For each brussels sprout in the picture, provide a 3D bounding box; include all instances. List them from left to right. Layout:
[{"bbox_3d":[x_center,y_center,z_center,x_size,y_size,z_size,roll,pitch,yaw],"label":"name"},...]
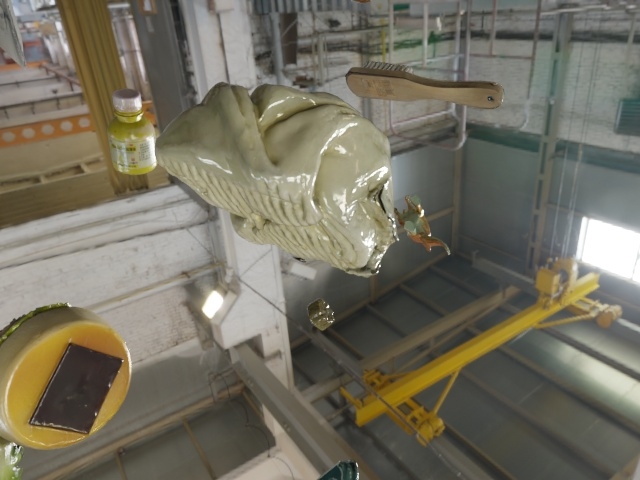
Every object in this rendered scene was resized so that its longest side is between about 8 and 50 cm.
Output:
[{"bbox_3d":[-0.663,0.469,0.981,0.100,0.181,0.139,38,-163,18],"label":"brussels sprout"}]

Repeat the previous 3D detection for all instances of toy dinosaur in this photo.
[{"bbox_3d":[0.203,-0.014,1.027,0.057,0.142,0.212,-23,-126,3],"label":"toy dinosaur"}]

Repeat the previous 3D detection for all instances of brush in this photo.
[{"bbox_3d":[0.204,-0.316,0.984,0.327,0.070,0.065,17,-117,29],"label":"brush"}]

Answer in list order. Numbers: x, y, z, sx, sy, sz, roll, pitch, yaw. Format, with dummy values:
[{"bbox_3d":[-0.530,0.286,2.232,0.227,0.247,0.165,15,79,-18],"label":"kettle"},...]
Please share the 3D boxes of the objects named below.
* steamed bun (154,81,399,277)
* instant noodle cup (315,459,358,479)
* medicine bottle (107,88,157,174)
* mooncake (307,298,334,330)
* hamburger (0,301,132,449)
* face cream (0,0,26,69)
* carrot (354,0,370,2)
[{"bbox_3d":[-0.036,-0.122,0.788,0.237,0.394,0.346,-63,-167,-17],"label":"steamed bun"},{"bbox_3d":[0.006,0.350,0.537,0.070,0.179,0.157,29,-145,-12],"label":"instant noodle cup"},{"bbox_3d":[-0.509,-0.294,1.325,0.122,0.212,0.122,5,-141,-4],"label":"medicine bottle"},{"bbox_3d":[-0.012,0.003,0.976,0.057,0.346,0.150,-15,169,20],"label":"mooncake"},{"bbox_3d":[-0.542,0.271,1.012,0.176,0.300,0.300,4,-154,40],"label":"hamburger"},{"bbox_3d":[-0.526,-0.390,0.763,0.089,0.143,0.314,-22,-130,-32],"label":"face cream"},{"bbox_3d":[-0.007,-0.389,0.683,0.248,0.059,0.059,1,-162,-40],"label":"carrot"}]
